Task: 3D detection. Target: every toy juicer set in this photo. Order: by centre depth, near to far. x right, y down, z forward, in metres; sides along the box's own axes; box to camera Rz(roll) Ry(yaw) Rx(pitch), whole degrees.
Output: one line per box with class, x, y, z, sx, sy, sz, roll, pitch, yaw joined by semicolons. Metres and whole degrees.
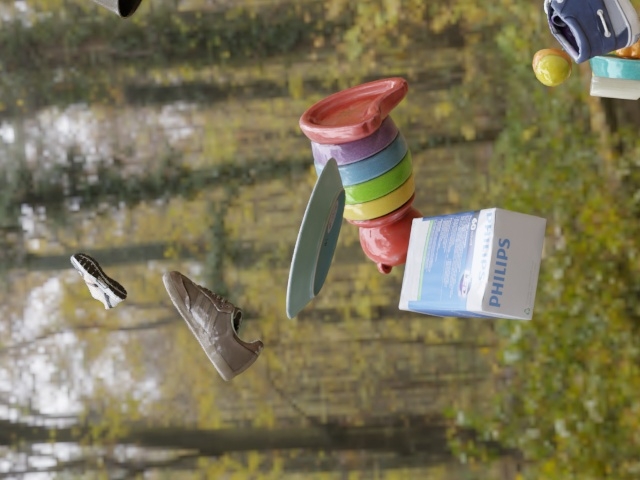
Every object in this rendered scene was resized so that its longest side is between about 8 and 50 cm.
toy juicer set;0.448;-0.276;2.066;0.329;0.209;0.089;-138;51;-70

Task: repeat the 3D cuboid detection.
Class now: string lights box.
string lights box;0.195;0.034;1.766;0.260;0.077;0.133;175;105;-70

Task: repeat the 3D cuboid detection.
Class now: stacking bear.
stacking bear;0.088;-0.089;2.134;0.175;0.164;0.289;-51;-53;-47

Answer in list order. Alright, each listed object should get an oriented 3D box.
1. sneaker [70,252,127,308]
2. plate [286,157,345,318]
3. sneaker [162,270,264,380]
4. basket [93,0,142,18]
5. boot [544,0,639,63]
sneaker;-0.360;0.066;2.120;0.109;0.044;0.040;46;-150;-2
plate;0.000;0.000;1.491;0.188;0.024;0.188;16;-90;-81
sneaker;-0.141;0.102;1.763;0.188;0.071;0.066;54;172;31
basket;-0.352;-0.434;1.864;0.204;0.227;0.154;107;-173;-63
boot;0.299;-0.301;1.585;0.190;0.086;0.069;62;162;21
